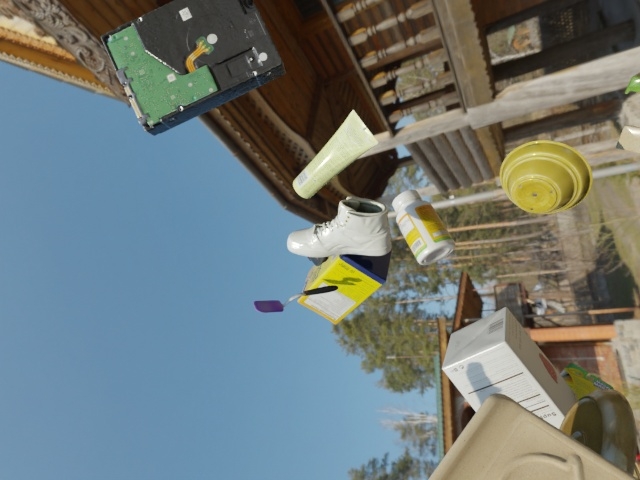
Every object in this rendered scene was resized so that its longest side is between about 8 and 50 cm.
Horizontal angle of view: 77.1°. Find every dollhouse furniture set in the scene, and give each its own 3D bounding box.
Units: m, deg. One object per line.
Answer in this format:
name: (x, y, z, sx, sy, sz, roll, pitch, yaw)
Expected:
dollhouse furniture set: (0.915, -0.347, 1.072, 0.302, 0.151, 0.197, -29, -48, -36)

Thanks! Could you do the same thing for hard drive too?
hard drive: (-0.278, -0.410, 0.891, 0.064, 0.339, 0.236, 56, -172, -87)

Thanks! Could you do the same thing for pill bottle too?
pill bottle: (0.347, -0.051, 1.389, 0.136, 0.136, 0.245, 26, -144, -56)

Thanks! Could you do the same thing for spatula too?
spatula: (-0.078, 0.196, 1.375, 0.084, 0.297, 0.030, -132, 29, -63)

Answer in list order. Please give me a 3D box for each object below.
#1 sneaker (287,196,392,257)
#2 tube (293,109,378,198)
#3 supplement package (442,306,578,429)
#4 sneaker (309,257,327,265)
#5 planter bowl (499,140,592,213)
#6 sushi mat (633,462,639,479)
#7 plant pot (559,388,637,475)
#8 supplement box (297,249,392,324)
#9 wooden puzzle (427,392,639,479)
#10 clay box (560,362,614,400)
sneaker: (0.041, -0.045, 1.080, 0.108, 0.293, 0.169, -81, -15, -47)
tube: (0.028, -0.189, 0.949, 0.070, 0.240, 0.062, 25, -135, -28)
supplement package: (0.473, 0.352, 0.993, 0.293, 0.175, 0.177, 52, -149, 0)
sneaker: (0.000, -0.001, 1.408, 0.115, 0.136, 0.314, 56, 175, -7)
planter bowl: (0.558, -0.136, 1.025, 0.090, 0.217, 0.217, -47, -57, -35)
sushi mat: (0.575, 0.575, 0.721, 0.019, 0.152, 0.316, 138, 109, -81)
plant pot: (0.412, 0.342, 0.630, 0.236, 0.033, 0.236, -55, -24, -39)
supplement box: (0.092, 0.139, 1.594, 0.194, 0.356, 0.195, 33, -139, -10)
wooden puzzle: (0.260, 0.393, 0.420, 0.322, 0.348, 0.080, -45, -43, -16)
clay box: (0.710, 0.462, 1.138, 0.222, 0.127, 0.053, -34, -46, -22)
